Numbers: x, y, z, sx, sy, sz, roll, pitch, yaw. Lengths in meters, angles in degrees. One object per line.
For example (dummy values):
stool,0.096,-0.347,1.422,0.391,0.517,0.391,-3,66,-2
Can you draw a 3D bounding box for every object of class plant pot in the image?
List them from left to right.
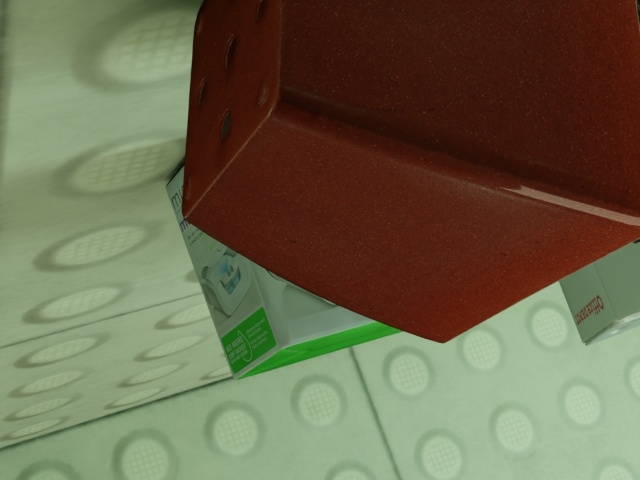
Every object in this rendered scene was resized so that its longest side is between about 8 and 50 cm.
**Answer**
plant pot,0.044,-0.105,0.726,0.236,0.267,0.267,12,154,-22

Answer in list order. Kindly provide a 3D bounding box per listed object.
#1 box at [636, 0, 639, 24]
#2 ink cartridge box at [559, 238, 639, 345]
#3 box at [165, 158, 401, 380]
box,0.311,-0.235,0.922,0.207,0.108,0.153,-28,165,31
ink cartridge box,0.363,-0.037,1.355,0.131,0.306,0.226,-20,167,-1
box,0.000,0.000,1.123,0.262,0.231,0.127,-11,164,-33
